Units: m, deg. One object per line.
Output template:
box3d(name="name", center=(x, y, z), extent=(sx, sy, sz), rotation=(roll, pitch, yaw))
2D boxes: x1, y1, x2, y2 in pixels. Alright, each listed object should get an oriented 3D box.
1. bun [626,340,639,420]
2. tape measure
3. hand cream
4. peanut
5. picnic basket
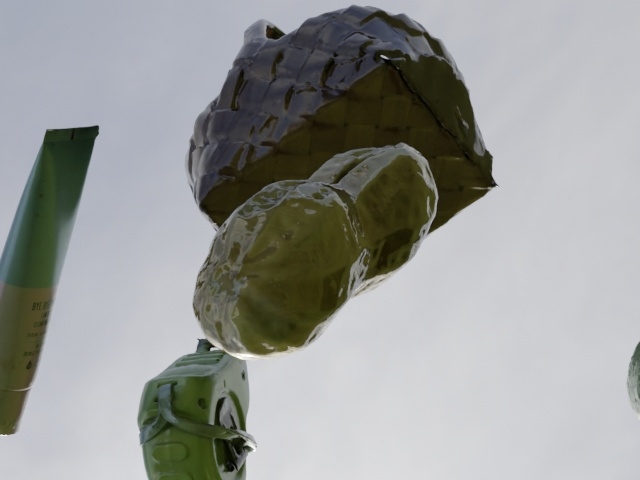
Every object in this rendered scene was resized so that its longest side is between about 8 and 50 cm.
box3d(name="bun", center=(0.352, 0.098, 1.219), extent=(0.195, 0.195, 0.118), rotation=(5, -101, -45))
box3d(name="tape measure", center=(-0.129, 0.206, 1.565), extent=(0.200, 0.106, 0.175), rotation=(-29, -68, -77))
box3d(name="hand cream", center=(-0.287, 0.034, 1.413), extent=(0.111, 0.070, 0.312), rotation=(-14, -57, -72))
box3d(name="peanut", center=(0.000, 0.000, 1.222), extent=(0.290, 0.130, 0.130), rotation=(-35, -56, -49))
box3d(name="picnic basket", center=(0.004, -0.130, 1.668), extent=(0.293, 0.337, 0.337), rotation=(46, -112, -31))
